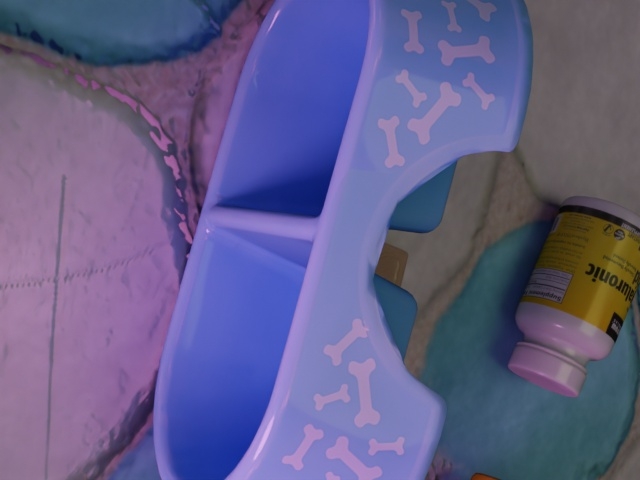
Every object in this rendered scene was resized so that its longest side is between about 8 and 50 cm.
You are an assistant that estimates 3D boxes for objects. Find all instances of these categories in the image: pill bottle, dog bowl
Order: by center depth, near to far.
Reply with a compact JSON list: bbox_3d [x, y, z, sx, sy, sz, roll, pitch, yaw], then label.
[{"bbox_3d":[0.000,0.000,0.542,0.074,0.166,0.297,17,87,-28],"label":"dog bowl"},{"bbox_3d":[0.162,0.036,0.732,0.065,0.065,0.116,33,77,-37],"label":"pill bottle"}]

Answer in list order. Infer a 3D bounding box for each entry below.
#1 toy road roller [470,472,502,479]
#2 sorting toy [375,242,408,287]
[{"bbox_3d":[0.186,0.304,0.679,0.329,0.240,0.203,40,72,-36],"label":"toy road roller"},{"bbox_3d":[0.019,0.039,0.651,0.062,0.012,0.083,22,80,-44],"label":"sorting toy"}]
